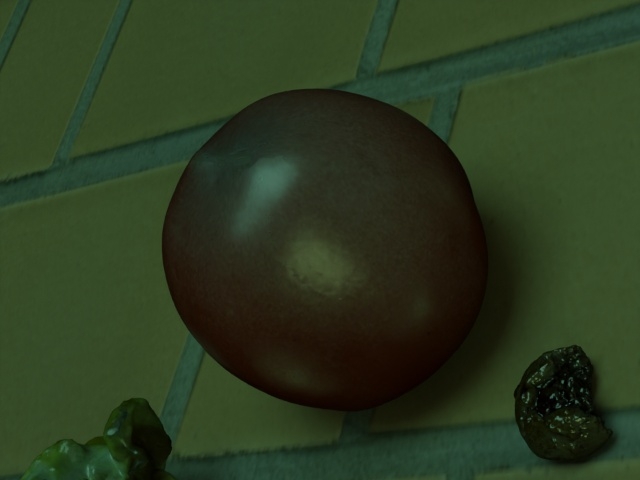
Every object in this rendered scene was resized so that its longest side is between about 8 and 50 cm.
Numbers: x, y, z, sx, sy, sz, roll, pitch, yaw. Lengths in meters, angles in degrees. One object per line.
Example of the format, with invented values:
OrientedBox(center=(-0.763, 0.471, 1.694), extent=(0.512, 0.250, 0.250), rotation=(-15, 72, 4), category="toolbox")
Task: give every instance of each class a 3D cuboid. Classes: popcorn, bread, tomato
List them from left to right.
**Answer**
OrientedBox(center=(-0.223, 0.268, 1.787), extent=(0.212, 0.198, 0.198), rotation=(-57, 32, 19), category="popcorn")
OrientedBox(center=(0.000, 0.000, 1.705), extent=(0.321, 0.321, 0.321), rotation=(-28, 40, 26), category="tomato")
OrientedBox(center=(0.211, 0.148, 1.561), extent=(0.082, 0.060, 0.113), rotation=(-32, 40, 17), category="bread")
